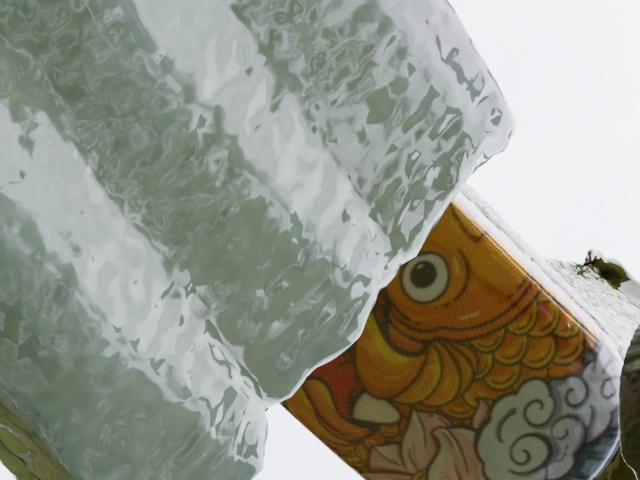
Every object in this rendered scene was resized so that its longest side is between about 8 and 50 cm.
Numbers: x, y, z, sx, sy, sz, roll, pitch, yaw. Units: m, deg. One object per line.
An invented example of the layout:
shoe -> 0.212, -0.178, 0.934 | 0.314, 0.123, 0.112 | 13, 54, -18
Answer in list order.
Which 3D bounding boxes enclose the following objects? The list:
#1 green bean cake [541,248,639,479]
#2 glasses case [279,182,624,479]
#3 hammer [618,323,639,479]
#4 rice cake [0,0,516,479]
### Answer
green bean cake -> 0.164, 0.116, 1.024 | 0.233, 0.236, 0.124 | 42, -74, 24
glasses case -> 0.000, 0.000, 0.856 | 0.122, 0.321, 0.082 | -44, -173, 16
hammer -> 0.157, 0.061, 0.585 | 0.021, 0.201, 0.078 | -19, -114, 45
rice cake -> -0.064, -0.065, 0.313 | 0.127, 0.237, 0.043 | -50, -149, -18
